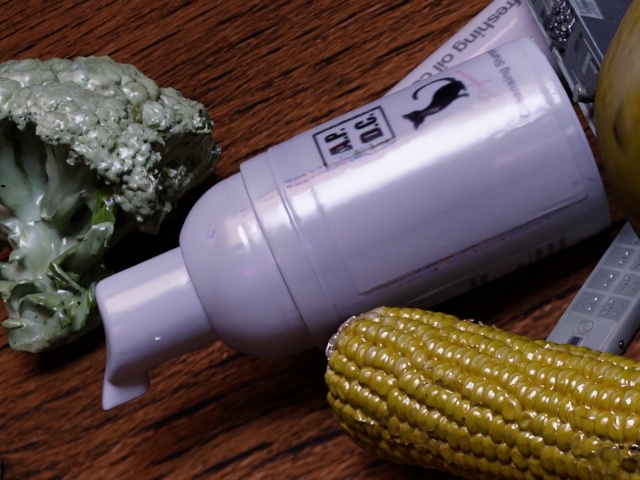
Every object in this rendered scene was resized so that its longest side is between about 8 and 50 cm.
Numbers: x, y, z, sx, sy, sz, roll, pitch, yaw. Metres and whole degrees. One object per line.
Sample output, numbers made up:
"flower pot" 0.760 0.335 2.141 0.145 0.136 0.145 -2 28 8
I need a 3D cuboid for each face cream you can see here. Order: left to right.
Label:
"face cream" 0.000 0.000 1.051 0.369 0.145 0.145 -24 35 0
"face cream" 0.087 -0.085 1.176 0.311 0.092 0.092 -42 35 -7

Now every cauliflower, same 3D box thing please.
"cauliflower" -0.216 -0.028 1.302 0.272 0.275 0.250 -3 78 -3

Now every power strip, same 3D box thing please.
"power strip" 0.191 0.038 1.000 0.051 0.019 0.136 15 58 46

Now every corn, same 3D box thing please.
"corn" 0.122 0.105 0.915 0.293 0.106 0.106 12 56 43

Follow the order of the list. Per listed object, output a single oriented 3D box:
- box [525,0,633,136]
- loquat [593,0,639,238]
"box" 0.240 -0.137 1.044 0.211 0.045 0.270 8 34 -13
"loquat" 0.295 -0.058 0.800 0.276 0.276 0.284 -45 44 -13
